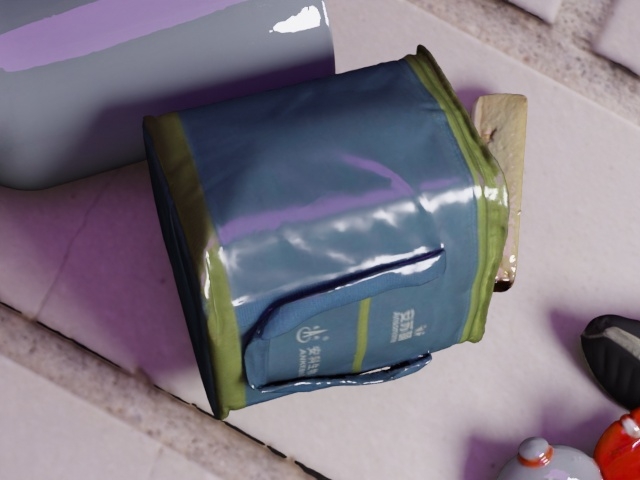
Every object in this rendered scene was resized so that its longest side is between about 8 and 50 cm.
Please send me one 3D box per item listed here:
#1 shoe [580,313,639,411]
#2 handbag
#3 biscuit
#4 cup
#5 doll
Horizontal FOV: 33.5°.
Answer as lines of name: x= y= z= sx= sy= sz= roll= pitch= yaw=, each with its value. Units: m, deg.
shoe: x=0.346 y=0.119 z=0.964 sx=0.227 sy=0.099 sz=0.112 roll=35 pitch=66 yaw=-2
handbag: x=0.000 y=0.000 z=0.853 sx=0.241 sy=0.263 sz=0.222 roll=-15 pitch=53 yaw=-9
biscuit: x=0.162 y=-0.046 z=0.999 sx=0.056 sy=0.052 sz=0.188 roll=5 pitch=73 yaw=10
cup: x=-0.163 y=-0.171 z=0.906 sx=0.312 sy=0.205 sz=0.205 roll=-18 pitch=78 yaw=-11
doll: x=0.240 y=0.210 z=0.908 sx=0.245 sy=0.076 sz=0.142 roll=-15 pitch=110 yaw=3
